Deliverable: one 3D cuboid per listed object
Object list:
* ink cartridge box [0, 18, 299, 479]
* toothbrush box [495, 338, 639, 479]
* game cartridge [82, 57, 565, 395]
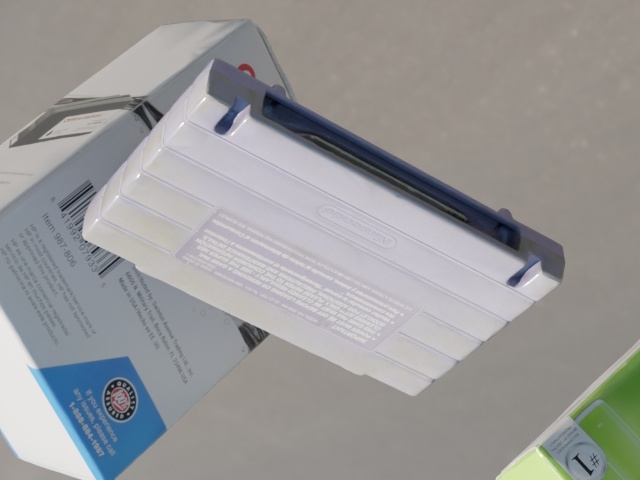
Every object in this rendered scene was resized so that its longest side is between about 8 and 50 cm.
[{"bbox_3d":[-0.181,0.000,1.678,0.166,0.395,0.285,6,129,48],"label":"ink cartridge box"},{"bbox_3d":[0.315,0.215,1.337,0.283,0.206,0.122,48,159,7],"label":"toothbrush box"},{"bbox_3d":[0.000,0.000,1.455,0.355,0.068,0.230,27,139,-21],"label":"game cartridge"}]
